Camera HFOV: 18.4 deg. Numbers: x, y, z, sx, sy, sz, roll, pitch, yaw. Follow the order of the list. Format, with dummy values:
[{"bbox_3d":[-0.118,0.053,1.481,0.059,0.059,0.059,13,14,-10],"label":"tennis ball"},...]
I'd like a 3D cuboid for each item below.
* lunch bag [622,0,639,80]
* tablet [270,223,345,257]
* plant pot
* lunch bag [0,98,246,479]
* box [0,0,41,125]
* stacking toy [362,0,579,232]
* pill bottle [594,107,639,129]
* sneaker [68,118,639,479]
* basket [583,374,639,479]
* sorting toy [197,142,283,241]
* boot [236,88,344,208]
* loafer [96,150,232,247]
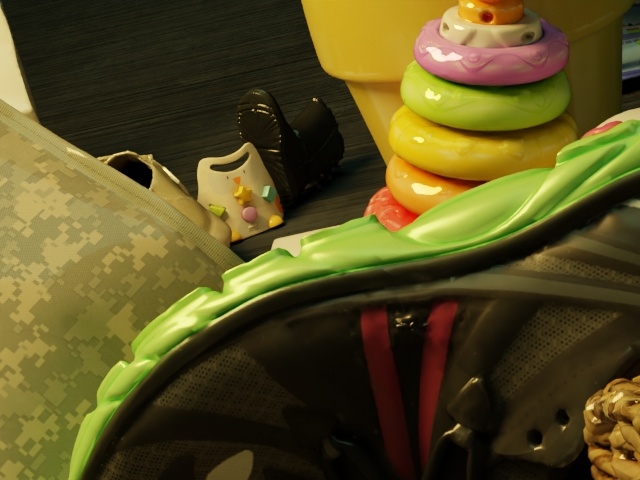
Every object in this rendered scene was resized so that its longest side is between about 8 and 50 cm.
[{"bbox_3d":[0.317,-0.225,1.906,0.293,0.138,0.221,-4,16,-7],"label":"lunch bag"},{"bbox_3d":[0.000,0.000,1.630,0.083,0.006,0.054,-13,19,8],"label":"tablet"},{"bbox_3d":[0.129,-0.127,1.532,0.254,0.239,0.254,-13,18,4],"label":"plant pot"},{"bbox_3d":[-0.191,0.065,1.224,0.287,0.169,0.235,32,69,27],"label":"lunch bag"},{"bbox_3d":[-0.434,-0.085,1.835,0.345,0.168,0.215,-17,48,-7],"label":"box"},{"bbox_3d":[0.111,-0.099,1.341,0.175,0.302,0.166,8,26,18],"label":"stacking toy"},{"bbox_3d":[0.262,0.006,1.157,0.161,0.161,0.283,-21,19,-17],"label":"pill bottle"},{"bbox_3d":[0.067,0.096,0.985,0.482,0.202,0.185,-26,-30,26],"label":"sneaker"},{"bbox_3d":[0.246,0.131,0.718,0.223,0.213,0.299,-17,18,-3],"label":"basket"},{"bbox_3d":[-0.072,-0.042,1.700,0.083,0.075,0.045,-22,19,-19],"label":"sorting toy"},{"bbox_3d":[-0.023,-0.097,1.762,0.045,0.121,0.099,1,30,35],"label":"boot"},{"bbox_3d":[-0.163,-0.032,1.668,0.102,0.092,0.268,-51,29,-11],"label":"loafer"}]
